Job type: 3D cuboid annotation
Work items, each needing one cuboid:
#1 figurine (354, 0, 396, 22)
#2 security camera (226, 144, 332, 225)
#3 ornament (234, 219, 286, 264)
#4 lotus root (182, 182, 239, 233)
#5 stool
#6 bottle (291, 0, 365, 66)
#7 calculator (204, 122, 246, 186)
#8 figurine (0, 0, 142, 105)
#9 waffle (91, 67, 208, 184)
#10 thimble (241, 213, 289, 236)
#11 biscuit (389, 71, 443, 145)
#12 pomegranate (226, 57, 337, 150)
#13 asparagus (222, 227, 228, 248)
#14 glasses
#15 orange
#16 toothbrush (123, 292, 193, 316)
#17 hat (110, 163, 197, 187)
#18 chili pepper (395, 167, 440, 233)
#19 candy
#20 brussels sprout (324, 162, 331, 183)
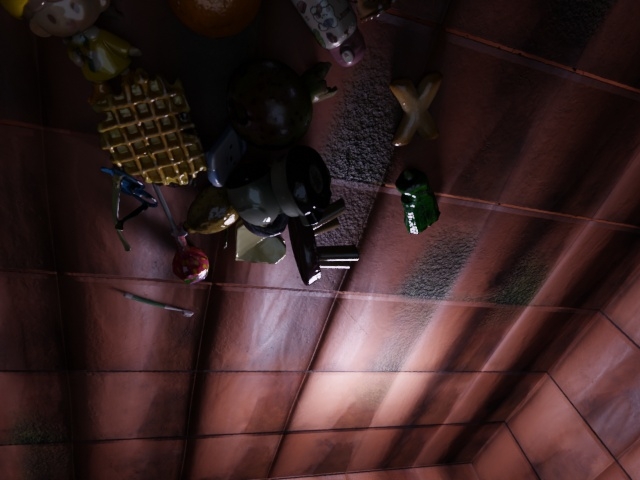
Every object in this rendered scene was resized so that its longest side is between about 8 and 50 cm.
[{"bbox_3d":[0.065,-0.690,0.872,0.186,0.261,0.382,-5,130,41],"label":"figurine"},{"bbox_3d":[-0.129,-0.142,1.129,0.277,0.197,0.191,-11,123,26],"label":"security camera"},{"bbox_3d":[-0.232,0.015,1.405,0.180,0.059,0.201,-35,123,12],"label":"ornament"},{"bbox_3d":[-0.335,-0.089,1.251,0.214,0.138,0.138,-40,125,9],"label":"lotus root"},{"bbox_3d":[0.000,0.000,1.319,0.178,0.272,0.272,-12,127,-10],"label":"stool"},{"bbox_3d":[0.025,-0.558,1.015,0.120,0.120,0.253,-36,126,12],"label":"bottle"},{"bbox_3d":[-0.260,-0.246,1.129,0.039,0.210,0.121,16,143,9],"label":"calculator"},{"bbox_3d":[-0.543,-0.479,0.895,0.215,0.187,0.344,-24,134,-8],"label":"figurine"},{"bbox_3d":[-0.402,-0.269,1.015,0.309,0.065,0.283,22,111,-41],"label":"waffle"},{"bbox_3d":[-0.177,-0.084,1.288,0.150,0.098,0.150,-1,92,-19],"label":"thimble"},{"bbox_3d":[0.296,-0.399,1.246,0.164,0.047,0.208,-14,127,-6],"label":"biscuit"},{"bbox_3d":[-0.113,-0.384,1.073,0.306,0.242,0.242,-57,132,-27],"label":"pomegranate"},{"bbox_3d":[-0.323,-0.016,1.382,0.015,0.014,0.114,21,123,12],"label":"asparagus"},{"bbox_3d":[-0.521,-0.085,1.130,0.102,0.207,0.239,-10,169,-9],"label":"glasses"},{"bbox_3d":[-0.237,-0.569,0.897,0.219,0.193,0.219,-6,141,-5],"label":"orange"},{"bbox_3d":[-0.594,0.237,1.491,0.257,0.018,0.024,26,122,-29],"label":"toothbrush"},{"bbox_3d":[-0.451,-0.268,1.108,0.236,0.107,0.286,5,126,-20],"label":"hat"},{"bbox_3d":[0.331,-0.148,1.402,0.136,0.099,0.270,-21,132,12],"label":"chili pepper"},{"bbox_3d":[-0.462,-0.022,1.301,0.124,0.124,0.365,-16,116,-3],"label":"candy"},{"bbox_3d":[-0.043,-0.205,1.253,0.149,0.122,0.152,0,128,17],"label":"brussels sprout"}]
